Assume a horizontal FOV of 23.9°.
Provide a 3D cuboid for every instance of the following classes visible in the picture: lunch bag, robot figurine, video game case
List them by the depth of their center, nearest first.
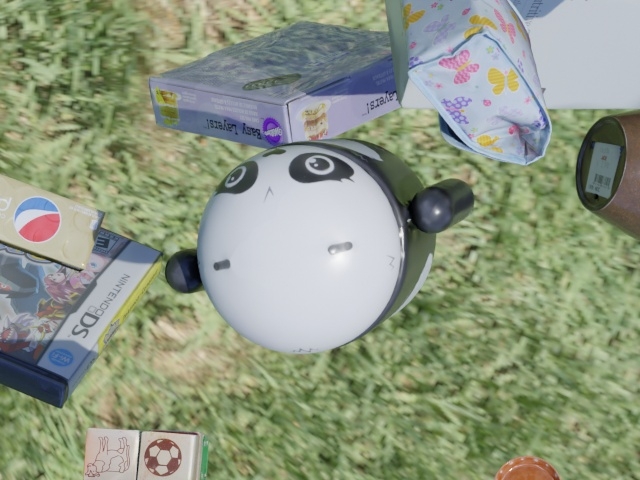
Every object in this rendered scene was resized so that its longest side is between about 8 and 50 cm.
[{"bbox_3d":[0.074,-0.080,0.702,0.053,0.071,0.083,-27,131,22],"label":"lunch bag"},{"bbox_3d":[0.001,-0.003,1.261,0.173,0.278,0.209,37,103,9],"label":"robot figurine"},{"bbox_3d":[-0.339,0.040,1.602,0.275,0.248,0.035,22,128,7],"label":"video game case"}]

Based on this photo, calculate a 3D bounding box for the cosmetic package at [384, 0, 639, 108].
[{"bbox_3d":[0.266,-0.233,1.372,0.385,0.217,0.156,0,64,-8],"label":"cosmetic package"}]

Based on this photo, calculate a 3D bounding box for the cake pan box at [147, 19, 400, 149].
[{"bbox_3d":[-0.023,-0.185,1.748,0.267,0.246,0.070,-28,121,-38],"label":"cake pan box"}]

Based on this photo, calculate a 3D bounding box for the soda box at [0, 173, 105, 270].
[{"bbox_3d":[-0.304,-0.029,1.458,0.181,0.058,0.061,21,83,-12],"label":"soda box"}]

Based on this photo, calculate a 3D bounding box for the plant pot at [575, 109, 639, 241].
[{"bbox_3d":[0.411,-0.066,1.691,0.230,0.215,0.215,8,94,-21],"label":"plant pot"}]

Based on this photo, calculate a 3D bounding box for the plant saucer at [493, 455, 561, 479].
[{"bbox_3d":[0.247,0.298,1.804,0.083,0.013,0.083,-3,66,6],"label":"plant saucer"}]

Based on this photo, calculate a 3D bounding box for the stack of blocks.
[{"bbox_3d":[-0.145,0.253,1.322,0.087,0.297,0.171,3,81,1],"label":"stack of blocks"}]
